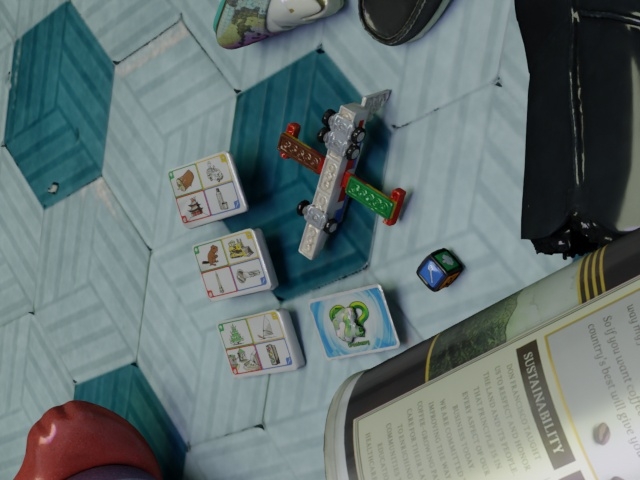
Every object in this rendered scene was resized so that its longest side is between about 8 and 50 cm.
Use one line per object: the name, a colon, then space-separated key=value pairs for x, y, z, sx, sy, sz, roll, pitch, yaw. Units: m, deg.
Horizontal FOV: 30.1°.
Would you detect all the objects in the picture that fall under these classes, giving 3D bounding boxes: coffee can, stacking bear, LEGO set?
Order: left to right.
stacking bear: x=-0.141 y=0.285 z=0.913 sx=0.175 sy=0.164 sz=0.289 roll=-53 pitch=41 yaw=5
LEGO set: x=0.000 y=0.000 z=0.904 sx=0.244 sy=0.060 sz=0.182 roll=-16 pitch=93 yaw=43
coffee can: x=0.169 y=0.098 z=0.585 sx=0.275 sy=0.201 sz=0.201 roll=-30 pitch=71 yaw=24

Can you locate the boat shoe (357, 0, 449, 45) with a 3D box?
boat shoe: x=0.055 y=-0.222 z=0.770 sx=0.084 sy=0.079 sz=0.233 roll=42 pitch=142 yaw=23

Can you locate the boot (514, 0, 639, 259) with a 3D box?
boot: x=0.206 y=-0.097 z=0.656 sx=0.246 sy=0.094 sz=0.207 roll=-12 pitch=80 yaw=49

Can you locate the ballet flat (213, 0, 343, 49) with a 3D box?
ballet flat: x=-0.004 y=-0.216 z=0.871 sx=0.079 sy=0.077 sz=0.221 roll=40 pitch=119 yaw=12
